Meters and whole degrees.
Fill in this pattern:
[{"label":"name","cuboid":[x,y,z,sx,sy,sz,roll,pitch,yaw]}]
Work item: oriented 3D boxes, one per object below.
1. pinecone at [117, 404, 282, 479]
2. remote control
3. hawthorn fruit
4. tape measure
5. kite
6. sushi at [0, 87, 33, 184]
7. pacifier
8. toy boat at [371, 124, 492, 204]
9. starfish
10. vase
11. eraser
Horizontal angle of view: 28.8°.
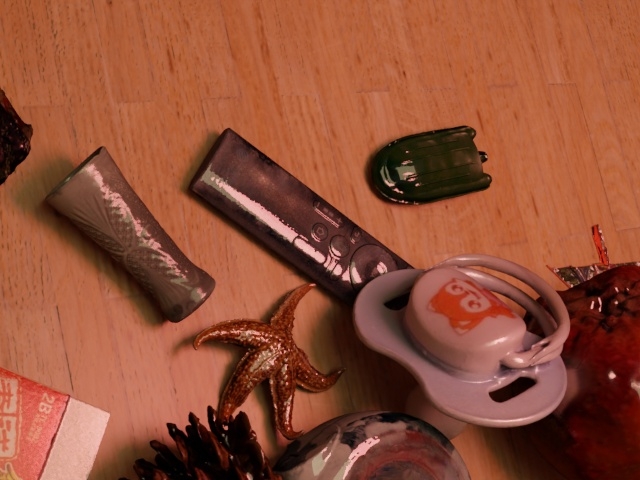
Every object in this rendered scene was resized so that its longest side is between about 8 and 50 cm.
[{"label":"pinecone","cuboid":[-0.134,0.294,1.404,0.207,0.207,0.208,10,70,-29]},{"label":"remote control","cuboid":[0.000,0.000,1.663,0.377,0.044,0.107,37,66,-16]},{"label":"hawthorn fruit","cuboid":[0.406,0.203,1.716,0.308,0.325,0.308,5,38,-4]},{"label":"tape measure","cuboid":[0.055,0.338,1.521,0.275,0.147,0.256,-4,84,-34]},{"label":"kite","cuboid":[0.448,0.065,1.935,0.232,0.009,0.189,-5,78,-32]},{"label":"sushi","cuboid":[-0.430,-0.148,1.400,0.212,0.147,0.115,49,48,-30]},{"label":"pacifier","cuboid":[0.177,0.162,1.608,0.244,0.233,0.299,-16,45,-38]},{"label":"toy boat","cuboid":[0.163,-0.107,1.792,0.210,0.052,0.104,-14,85,-33]},{"label":"starfish","cuboid":[-0.058,0.139,1.577,0.213,0.057,0.238,36,60,-26]},{"label":"vase","cuboid":[-0.223,-0.001,1.501,0.219,0.096,0.096,49,57,-13]},{"label":"eraser","cuboid":[-0.362,0.221,1.375,0.230,0.038,0.157,27,62,-21]}]
